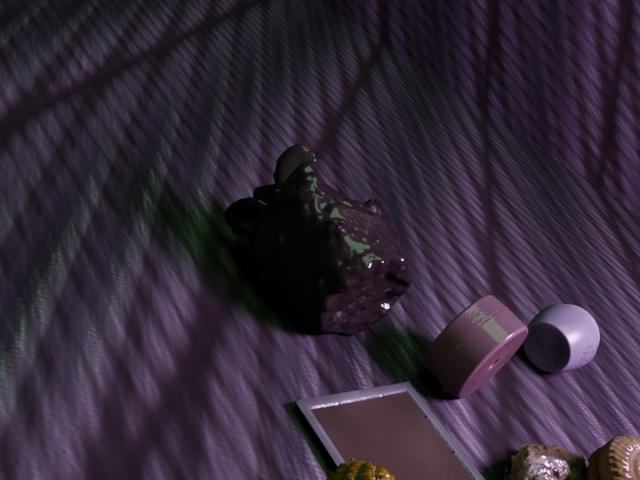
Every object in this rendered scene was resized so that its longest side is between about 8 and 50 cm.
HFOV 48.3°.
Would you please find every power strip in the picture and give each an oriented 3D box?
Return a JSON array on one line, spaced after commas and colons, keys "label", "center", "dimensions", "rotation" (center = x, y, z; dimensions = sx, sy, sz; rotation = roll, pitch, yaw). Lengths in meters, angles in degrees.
[{"label": "power strip", "center": [0.227, 0.159, 1.057], "dimensions": [0.078, 0.154, 0.154], "rotation": [46, 32, 25]}]

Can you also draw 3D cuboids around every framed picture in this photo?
[{"label": "framed picture", "center": [0.111, 0.287, 0.873], "dimensions": [0.217, 0.017, 0.274], "rotation": [3, 37, -40]}]

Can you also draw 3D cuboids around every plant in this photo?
[{"label": "plant", "center": [0.000, 0.000, 1.081], "dimensions": [0.188, 0.199, 0.276], "rotation": [2, 41, -51]}]

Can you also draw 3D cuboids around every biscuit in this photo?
[{"label": "biscuit", "center": [0.446, 0.371, 0.927], "dimensions": [0.259, 0.079, 0.259], "rotation": [31, 33, -23]}]

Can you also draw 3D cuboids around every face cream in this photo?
[{"label": "face cream", "center": [0.419, 0.171, 1.245], "dimensions": [0.104, 0.117, 0.117], "rotation": [-17, 51, -43]}]

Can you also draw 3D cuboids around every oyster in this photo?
[{"label": "oyster", "center": [0.320, 0.315, 0.962], "dimensions": [0.209, 0.072, 0.133], "rotation": [14, 34, -30]}]

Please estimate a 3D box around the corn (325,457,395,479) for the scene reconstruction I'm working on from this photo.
[{"label": "corn", "center": [0.023, 0.320, 0.647], "dimensions": [0.101, 0.101, 0.291], "rotation": [29, 27, 0]}]
